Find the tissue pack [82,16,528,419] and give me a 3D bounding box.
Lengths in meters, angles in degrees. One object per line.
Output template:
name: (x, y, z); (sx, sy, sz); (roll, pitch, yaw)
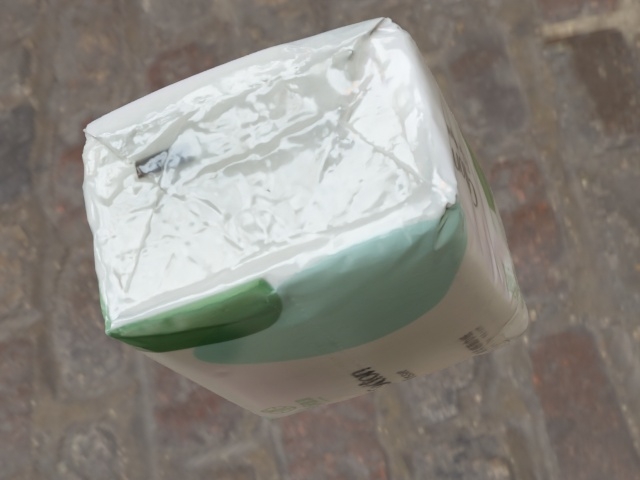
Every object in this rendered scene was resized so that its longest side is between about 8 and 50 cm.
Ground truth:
tissue pack: (0.001, 0.002, 1.162); (0.266, 0.356, 0.194); (-19, 69, 11)
